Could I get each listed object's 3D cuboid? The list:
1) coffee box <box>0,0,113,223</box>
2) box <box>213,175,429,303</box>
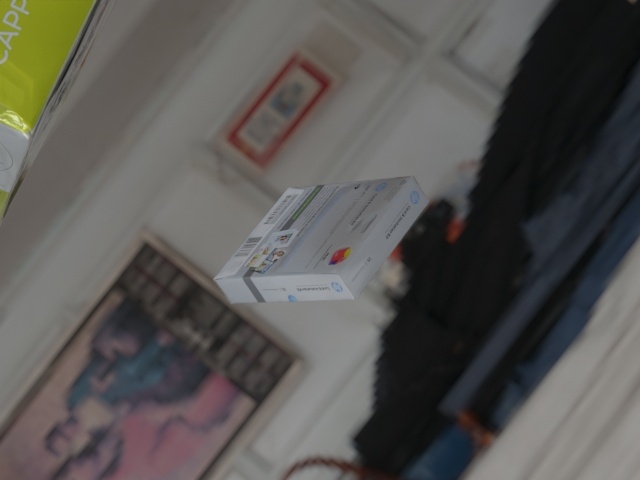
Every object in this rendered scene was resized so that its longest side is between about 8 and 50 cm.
[{"bbox_3d":[-0.330,-0.253,1.605,0.338,0.338,0.334,26,163,-7],"label":"coffee box"},{"bbox_3d":[0.000,0.000,1.956,0.186,0.145,0.038,-6,128,48],"label":"box"}]
